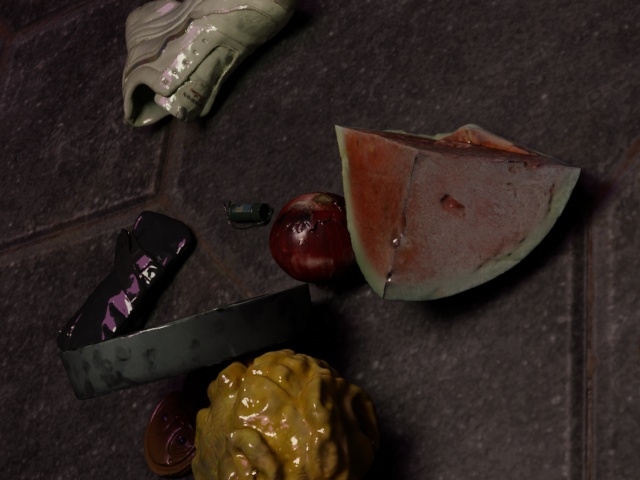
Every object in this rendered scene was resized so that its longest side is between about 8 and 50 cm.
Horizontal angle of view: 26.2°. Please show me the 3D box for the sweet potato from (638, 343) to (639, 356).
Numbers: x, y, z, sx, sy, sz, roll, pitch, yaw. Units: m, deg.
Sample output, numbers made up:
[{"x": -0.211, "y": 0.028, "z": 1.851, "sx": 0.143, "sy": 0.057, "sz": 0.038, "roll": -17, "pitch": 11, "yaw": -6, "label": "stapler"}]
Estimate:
[{"x": 0.451, "y": 0.033, "z": 1.278, "sx": 0.359, "sy": 0.112, "sz": 0.112, "roll": -29, "pitch": 47, "yaw": 29, "label": "sweet potato"}]

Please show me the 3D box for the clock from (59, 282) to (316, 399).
[{"x": -0.154, "y": 0.119, "z": 1.642, "sx": 0.313, "sy": 0.313, "sz": 0.061, "roll": -17, "pitch": 89, "yaw": 34, "label": "clock"}]

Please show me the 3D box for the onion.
[{"x": 0.000, "y": 0.000, "z": 1.695, "sx": 0.131, "sy": 0.131, "sz": 0.131, "roll": -23, "pitch": 50, "yaw": 30, "label": "onion"}]

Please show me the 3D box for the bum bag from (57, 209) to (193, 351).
[{"x": -0.277, "y": 0.069, "z": 1.950, "sx": 0.123, "sy": 0.060, "sz": 0.248, "roll": 25, "pitch": 80, "yaw": 47, "label": "bum bag"}]

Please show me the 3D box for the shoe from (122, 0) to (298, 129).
[{"x": -0.173, "y": -0.269, "z": 2.037, "sx": 0.342, "sy": 0.132, "sz": 0.210, "roll": -14, "pitch": 59, "yaw": 41, "label": "shoe"}]

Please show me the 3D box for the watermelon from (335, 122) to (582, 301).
[{"x": 0.132, "y": -0.058, "z": 1.587, "sx": 0.256, "sy": 0.176, "sz": 0.260, "roll": -37, "pitch": 25, "yaw": -4, "label": "watermelon"}]

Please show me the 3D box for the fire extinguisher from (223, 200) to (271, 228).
[{"x": -0.105, "y": -0.035, "z": 1.888, "sx": 0.083, "sy": 0.025, "sz": 0.038, "roll": 2, "pitch": 88, "yaw": 43, "label": "fire extinguisher"}]

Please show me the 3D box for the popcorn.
[{"x": -0.038, "y": 0.234, "z": 1.506, "sx": 0.250, "sy": 0.190, "sz": 0.250, "roll": 14, "pitch": 105, "yaw": 62, "label": "popcorn"}]

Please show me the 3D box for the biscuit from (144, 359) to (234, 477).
[{"x": -0.166, "y": 0.224, "z": 1.770, "sx": 0.175, "sy": 0.026, "sz": 0.124, "roll": -52, "pitch": 42, "yaw": 2, "label": "biscuit"}]
